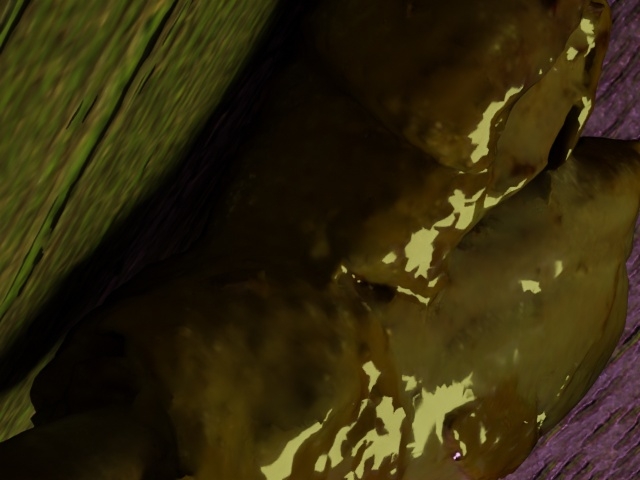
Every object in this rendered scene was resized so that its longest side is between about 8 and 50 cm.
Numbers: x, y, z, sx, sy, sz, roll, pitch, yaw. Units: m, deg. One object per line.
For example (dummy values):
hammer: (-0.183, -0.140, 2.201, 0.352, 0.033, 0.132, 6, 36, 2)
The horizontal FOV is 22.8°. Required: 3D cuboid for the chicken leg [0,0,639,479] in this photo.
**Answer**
chicken leg: (0.000, 0.000, 0.596, 0.409, 0.182, 0.295, -24, 144, -49)
